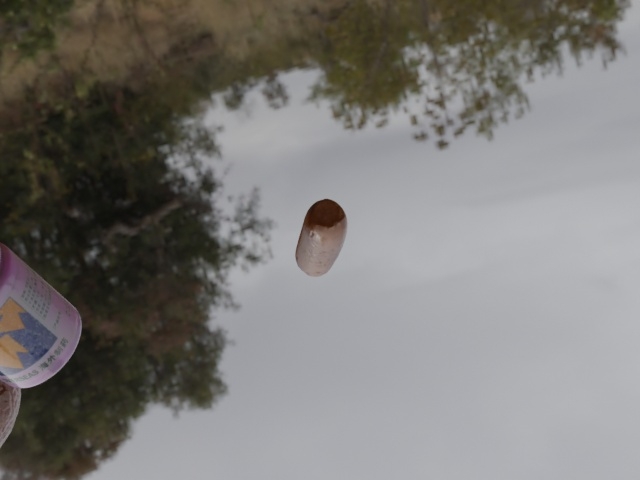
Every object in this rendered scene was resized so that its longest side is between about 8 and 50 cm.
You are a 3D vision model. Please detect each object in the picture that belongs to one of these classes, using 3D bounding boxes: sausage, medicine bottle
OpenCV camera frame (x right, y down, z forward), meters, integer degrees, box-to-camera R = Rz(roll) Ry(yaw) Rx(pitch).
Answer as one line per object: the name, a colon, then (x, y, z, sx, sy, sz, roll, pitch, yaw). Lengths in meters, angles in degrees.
sausage: (0.000, 0.000, 1.837, 0.076, 0.076, 0.197, -19, 159, -19)
medicine bottle: (-0.550, 0.104, 1.869, 0.178, 0.290, 0.178, -18, -133, 20)

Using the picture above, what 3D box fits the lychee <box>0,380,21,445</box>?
lychee: (-0.667, 0.288, 2.054, 0.255, 0.255, 0.300, -19, 158, -18)
